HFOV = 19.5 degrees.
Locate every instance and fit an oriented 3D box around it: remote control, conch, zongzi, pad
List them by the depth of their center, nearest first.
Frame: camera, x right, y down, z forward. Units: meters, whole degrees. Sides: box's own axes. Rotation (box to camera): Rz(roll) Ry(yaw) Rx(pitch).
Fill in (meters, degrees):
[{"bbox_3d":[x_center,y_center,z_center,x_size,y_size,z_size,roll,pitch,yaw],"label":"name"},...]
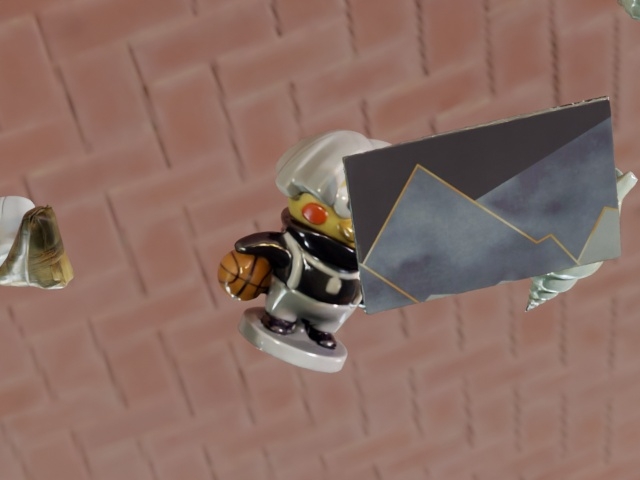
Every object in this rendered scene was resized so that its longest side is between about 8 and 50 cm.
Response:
[{"bbox_3d":[-0.259,0.005,1.604,0.083,0.040,0.076,2,120,24],"label":"zongzi"},{"bbox_3d":[0.145,-0.029,1.638,0.243,0.004,0.163,-13,119,-6],"label":"pad"},{"bbox_3d":[0.238,-0.005,1.771,0.065,0.088,0.180,13,120,-35],"label":"conch"},{"bbox_3d":[-0.353,0.006,1.960,0.103,0.293,0.051,-35,105,0],"label":"remote control"}]

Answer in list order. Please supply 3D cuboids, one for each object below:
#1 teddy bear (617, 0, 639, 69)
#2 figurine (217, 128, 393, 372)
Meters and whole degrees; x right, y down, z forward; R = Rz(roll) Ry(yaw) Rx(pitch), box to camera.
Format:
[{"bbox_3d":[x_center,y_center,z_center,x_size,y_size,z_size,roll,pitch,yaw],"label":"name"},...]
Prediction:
[{"bbox_3d":[0.286,-0.199,1.227,0.151,0.267,0.236,-3,133,21],"label":"teddy bear"},{"bbox_3d":[0.000,0.000,1.890,0.176,0.133,0.236,18,104,-25],"label":"figurine"}]
